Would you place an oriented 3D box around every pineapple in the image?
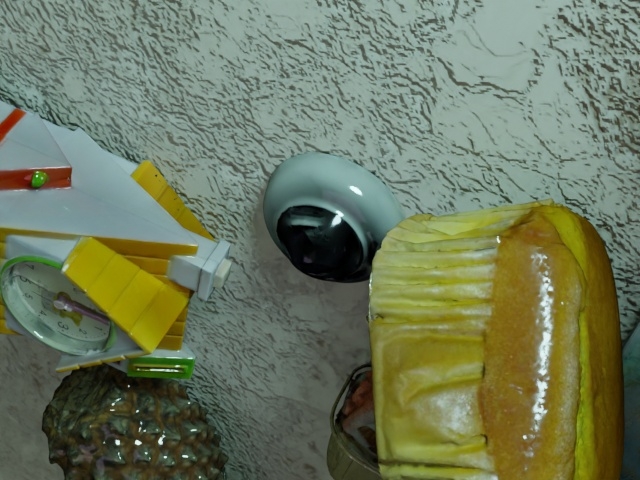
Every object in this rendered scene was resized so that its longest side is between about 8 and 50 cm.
[{"bbox_3d":[-0.155,0.274,1.542,0.175,0.175,0.361,-13,135,38],"label":"pineapple"}]

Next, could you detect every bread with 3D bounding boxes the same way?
[{"bbox_3d":[0.156,0.109,1.104,0.156,0.288,0.204,-7,167,40],"label":"bread"},{"bbox_3d":[0.117,0.202,1.307,0.224,0.142,0.212,33,141,-1],"label":"bread"}]

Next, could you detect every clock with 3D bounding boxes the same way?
[{"bbox_3d":[-0.241,0.016,1.322,0.309,0.166,0.235,23,138,8],"label":"clock"}]

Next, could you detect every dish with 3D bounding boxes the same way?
[{"bbox_3d":[0.000,0.000,1.230,0.141,0.078,0.141,16,137,16],"label":"dish"}]

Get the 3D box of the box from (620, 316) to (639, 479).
[{"bbox_3d":[0.317,0.151,1.215,0.142,0.044,0.285,22,138,5],"label":"box"}]
